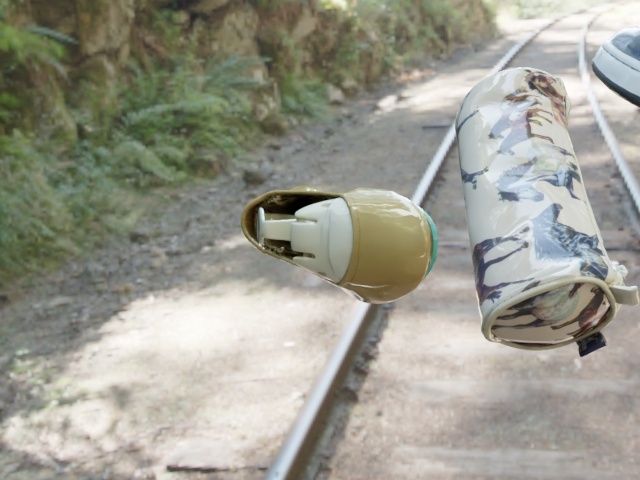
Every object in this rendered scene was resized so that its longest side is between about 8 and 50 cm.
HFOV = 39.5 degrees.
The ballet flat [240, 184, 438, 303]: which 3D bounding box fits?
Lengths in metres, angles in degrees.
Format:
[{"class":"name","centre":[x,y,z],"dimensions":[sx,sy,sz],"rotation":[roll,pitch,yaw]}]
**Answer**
[{"class":"ballet flat","centre":[0.000,0.000,0.637],"dimensions":[0.073,0.080,0.232],"rotation":[2,3,-22]}]

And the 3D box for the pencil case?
[{"class":"pencil case","centre":[0.279,-0.053,1.167],"dimensions":[0.183,0.160,0.410],"rotation":[-8,50,9]}]

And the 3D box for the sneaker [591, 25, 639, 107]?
[{"class":"sneaker","centre":[0.217,-0.105,0.373],"dimensions":[0.086,0.163,0.226],"rotation":[20,16,-21]}]
